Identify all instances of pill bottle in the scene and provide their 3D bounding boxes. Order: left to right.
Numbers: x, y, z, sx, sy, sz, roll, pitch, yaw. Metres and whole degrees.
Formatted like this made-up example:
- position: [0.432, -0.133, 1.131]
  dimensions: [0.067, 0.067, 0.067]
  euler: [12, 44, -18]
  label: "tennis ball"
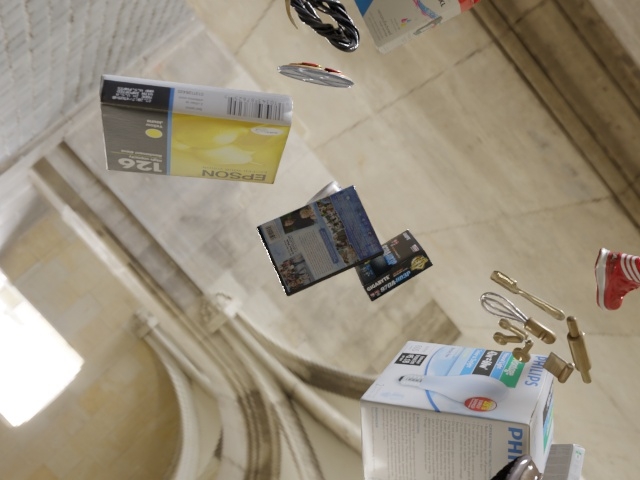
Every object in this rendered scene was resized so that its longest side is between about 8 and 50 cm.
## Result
- position: [0.056, -0.056, 2.091]
  dimensions: [0.112, 0.187, 0.112]
  euler: [-40, -172, 7]
  label: "pill bottle"

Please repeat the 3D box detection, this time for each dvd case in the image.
- position: [0.000, 0.000, 1.831]
  dimensions: [0.252, 0.181, 0.022]
  euler: [-24, 174, -7]
  label: "dvd case"

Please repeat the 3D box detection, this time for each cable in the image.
- position: [0.016, -0.417, 1.472]
  dimensions: [0.047, 0.184, 0.151]
  euler: [-42, -138, 24]
  label: "cable"

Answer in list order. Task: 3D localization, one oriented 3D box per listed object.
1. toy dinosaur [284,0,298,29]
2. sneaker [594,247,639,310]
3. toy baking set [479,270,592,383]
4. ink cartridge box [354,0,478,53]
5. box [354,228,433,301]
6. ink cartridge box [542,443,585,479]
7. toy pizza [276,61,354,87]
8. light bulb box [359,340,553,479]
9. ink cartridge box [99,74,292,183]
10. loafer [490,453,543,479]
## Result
- position: [-0.045, -0.405, 1.161]
  dimensions: [0.092, 0.053, 0.183]
  euler: [13, -95, 56]
  label: "toy dinosaur"
- position: [0.688, 0.104, 1.747]
  dimensions: [0.128, 0.221, 0.087]
  euler: [11, -113, 32]
  label: "sneaker"
- position: [0.380, 0.165, 1.388]
  dimensions: [0.196, 0.256, 0.030]
  euler: [14, -129, 38]
  label: "toy baking set"
- position: [0.179, -0.448, 1.389]
  dimensions: [0.231, 0.134, 0.078]
  euler: [-27, 177, 13]
  label: "ink cartridge box"
- position: [0.177, 0.059, 1.968]
  dimensions: [0.175, 0.051, 0.220]
  euler: [-31, -166, 4]
  label: "box"
- position: [0.648, 0.688, 2.210]
  dimensions: [0.181, 0.056, 0.225]
  euler: [-28, -139, 61]
  label: "ink cartridge box"
- position: [-0.011, -0.423, 1.978]
  dimensions: [0.201, 0.201, 0.032]
  euler: [-146, -113, -81]
  label: "toy pizza"
- position: [0.318, 0.406, 1.757]
  dimensions: [0.360, 0.226, 0.358]
  euler: [3, -164, 23]
  label: "light bulb box"
- position: [-0.220, -0.163, 1.360]
  dimensions: [0.307, 0.303, 0.072]
  euler: [113, -21, -63]
  label: "ink cartridge box"
- position: [0.324, 0.555, 1.387]
  dimensions: [0.366, 0.130, 0.134]
  euler: [-57, 175, -32]
  label: "loafer"
